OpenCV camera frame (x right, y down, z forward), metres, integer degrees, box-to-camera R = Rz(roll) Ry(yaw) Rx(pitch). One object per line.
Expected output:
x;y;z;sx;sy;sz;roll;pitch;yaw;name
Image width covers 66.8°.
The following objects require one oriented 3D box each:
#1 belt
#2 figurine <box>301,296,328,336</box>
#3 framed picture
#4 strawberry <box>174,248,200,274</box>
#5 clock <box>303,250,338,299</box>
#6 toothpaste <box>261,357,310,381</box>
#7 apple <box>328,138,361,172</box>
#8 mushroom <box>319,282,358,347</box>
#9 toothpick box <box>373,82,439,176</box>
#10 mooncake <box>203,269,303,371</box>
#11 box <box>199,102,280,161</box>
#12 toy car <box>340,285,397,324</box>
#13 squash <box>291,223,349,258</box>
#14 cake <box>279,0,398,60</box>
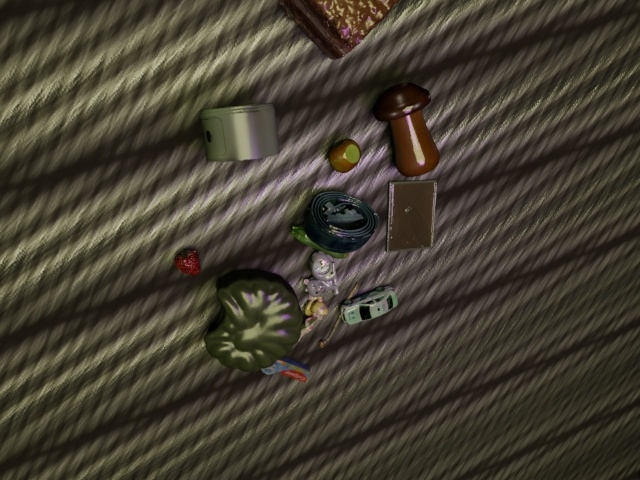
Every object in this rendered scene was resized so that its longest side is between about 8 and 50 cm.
0.075;-0.059;1.641;0.267;0.206;0.116;4;143;-21;belt
-0.041;0.288;1.780;0.083;0.083;0.187;33;97;-21;figurine
0.336;-0.090;1.797;0.192;0.018;0.265;-3;106;-14;framed picture
-0.437;0.075;1.613;0.083;0.083;0.096;-38;118;-2;strawberry
-0.007;0.123;1.734;0.117;0.080;0.176;-13;109;-11;clock
-0.138;0.480;1.823;0.193;0.044;0.070;27;99;-20;toothpaste
0.082;-0.283;1.632;0.114;0.099;0.102;-44;115;-26;apple
0.073;0.285;1.837;0.026;0.028;0.286;34;96;22;mushroom
0.293;-0.372;1.620;0.192;0.192;0.294;-26;117;-6;toothpick box
-0.228;0.276;1.668;0.351;0.187;0.351;-4;104;-15;mooncake
-0.243;-0.328;1.465;0.226;0.226;0.149;-9;107;-12;box
0.185;0.248;1.814;0.224;0.076;0.090;-20;115;-15;toy car
0.000;0.000;1.685;0.219;0.077;0.068;23;129;0;squash
0.063;-0.712;1.400;0.255;0.290;0.282;42;91;-22;cake
